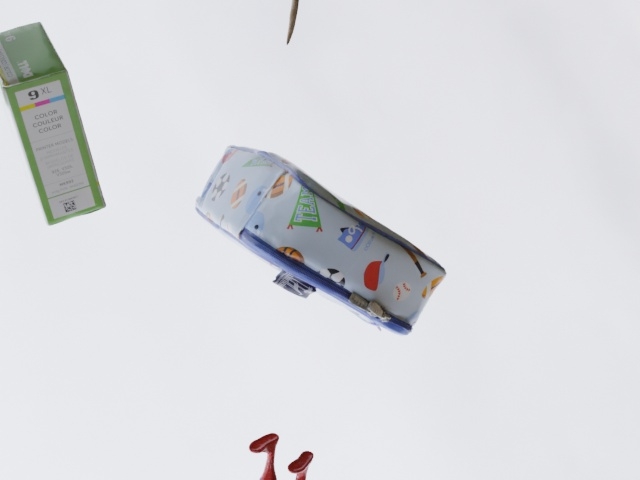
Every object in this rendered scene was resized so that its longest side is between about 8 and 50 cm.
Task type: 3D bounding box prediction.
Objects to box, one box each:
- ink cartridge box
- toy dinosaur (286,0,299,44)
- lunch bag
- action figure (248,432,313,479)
[{"bbox_3d":[-0.260,-0.130,1.084,0.109,0.062,0.209,-126,21,-49],"label":"ink cartridge box"},{"bbox_3d":[-0.044,-0.244,0.843,0.064,0.112,0.211,-18,-136,-20],"label":"toy dinosaur"},{"bbox_3d":[0.000,0.000,1.342,0.243,0.115,0.303,31,-177,-27],"label":"lunch bag"},{"bbox_3d":[-0.088,0.389,1.449,0.091,0.280,0.139,23,-149,29],"label":"action figure"}]
